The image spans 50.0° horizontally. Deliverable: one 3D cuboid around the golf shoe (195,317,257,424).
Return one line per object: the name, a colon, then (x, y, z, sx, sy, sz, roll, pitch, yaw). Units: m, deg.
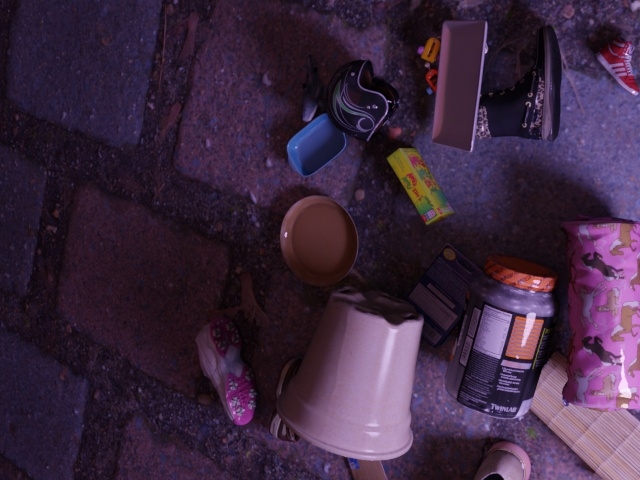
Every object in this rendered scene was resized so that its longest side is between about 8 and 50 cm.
golf shoe: (-0.273, 0.379, 1.967, 0.140, 0.115, 0.306, -25, 77, 42)

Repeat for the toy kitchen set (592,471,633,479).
toy kitchen set: (0.621, 0.485, 1.446, 0.075, 0.068, 0.083, 17, 104, 29)

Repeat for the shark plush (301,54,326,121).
shark plush: (-0.021, -0.381, 1.725, 0.073, 0.067, 0.161, 18, 105, 29)

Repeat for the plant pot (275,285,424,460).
plant pot: (0.093, 0.284, 1.597, 0.333, 0.334, 0.305, 21, 103, 28)

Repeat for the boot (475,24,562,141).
boot: (0.413, -0.326, 1.458, 0.178, 0.085, 0.236, 2, 98, 34)

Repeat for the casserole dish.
casserole dish: (-0.004, -0.242, 1.752, 0.188, 0.037, 0.114, -35, 78, 29)

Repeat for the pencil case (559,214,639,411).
pencil case: (0.557, 0.139, 1.361, 0.167, 0.160, 0.386, -1, 89, 46)

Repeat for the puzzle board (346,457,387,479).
puzzle board: (0.124, 0.601, 1.799, 0.096, 0.011, 0.128, -24, 83, 33)

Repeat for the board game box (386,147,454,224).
board game box: (0.232, -0.128, 1.589, 0.043, 0.092, 0.181, -35, 78, 30)

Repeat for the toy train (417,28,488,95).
toy train: (0.292, -0.412, 1.547, 0.166, 0.046, 0.125, -38, 87, 27)

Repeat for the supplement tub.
supplement tub: (0.393, 0.201, 1.475, 0.193, 0.193, 0.316, 20, 106, 28)

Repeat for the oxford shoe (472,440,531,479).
oxford shoe: (0.366, 0.659, 1.578, 0.140, 0.146, 0.397, 16, 105, 28)

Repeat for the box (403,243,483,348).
box: (0.290, 0.130, 1.619, 0.136, 0.036, 0.225, 43, 118, 20)

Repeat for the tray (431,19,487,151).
tray: (0.306, -0.336, 1.489, 0.145, 0.030, 0.270, 29, 120, 57)

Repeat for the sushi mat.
sushi mat: (0.574, 0.391, 1.445, 0.316, 0.019, 0.151, 45, 115, 36)

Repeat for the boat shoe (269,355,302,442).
boat shoe: (-0.066, 0.433, 1.851, 0.095, 0.095, 0.257, 22, 119, 24)

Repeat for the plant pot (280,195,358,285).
plant pot: (0.000, 0.000, 1.784, 0.236, 0.032, 0.236, 4, 98, 30)

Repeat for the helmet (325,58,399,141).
helmet: (0.090, -0.331, 1.610, 0.161, 0.169, 0.169, 39, 116, 3)

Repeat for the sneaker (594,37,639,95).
sneaker: (0.607, -0.348, 1.361, 0.067, 0.042, 0.118, -44, 71, 31)
